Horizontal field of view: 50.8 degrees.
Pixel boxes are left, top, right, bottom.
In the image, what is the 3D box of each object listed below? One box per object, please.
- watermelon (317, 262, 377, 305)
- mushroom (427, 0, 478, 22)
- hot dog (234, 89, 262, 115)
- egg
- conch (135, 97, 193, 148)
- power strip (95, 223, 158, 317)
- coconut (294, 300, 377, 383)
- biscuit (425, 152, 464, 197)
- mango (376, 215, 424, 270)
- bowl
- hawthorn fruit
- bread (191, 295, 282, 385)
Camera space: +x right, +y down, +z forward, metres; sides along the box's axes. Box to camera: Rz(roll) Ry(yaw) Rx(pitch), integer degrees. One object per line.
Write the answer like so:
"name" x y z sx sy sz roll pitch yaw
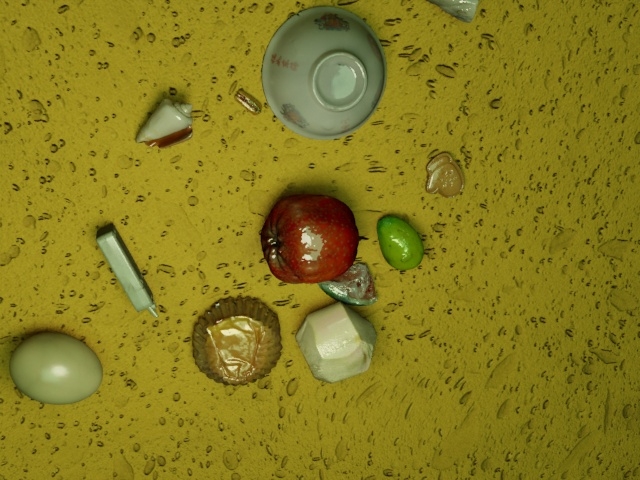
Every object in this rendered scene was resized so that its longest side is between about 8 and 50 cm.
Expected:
"watermelon" 0.094 0.129 1.972 0.187 0.071 0.139 20 99 -19
"mushroom" 0.305 -0.637 1.732 0.223 0.092 0.081 21 120 -12
"hot dog" -0.186 -0.356 1.749 0.083 0.021 0.037 33 100 -21
"egg" -0.697 0.340 1.787 0.241 0.186 0.186 22 103 -26
"conch" -0.384 -0.284 1.689 0.176 0.094 0.104 -45 153 9
"power strip" -0.507 0.095 1.795 0.053 0.093 0.288 -26 113 -7
"coconut" 0.052 0.290 1.941 0.241 0.241 0.241 -5 111 -12
"biscuit" 0.354 -0.177 1.946 0.118 0.023 0.140 -41 114 3
"mango" 0.227 0.008 1.942 0.119 0.100 0.178 -34 106 2
"bowl" 0.029 -0.411 1.709 0.345 0.157 0.346 -4 111 -12
"hawthorn fruit" 0.000 0.000 1.816 0.300 0.254 0.254 4 109 -32
"bread" -0.235 0.300 1.909 0.274 0.149 0.274 -2 106 -8
